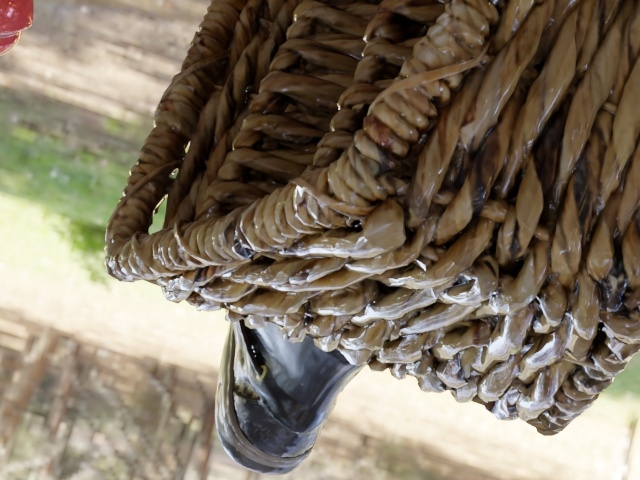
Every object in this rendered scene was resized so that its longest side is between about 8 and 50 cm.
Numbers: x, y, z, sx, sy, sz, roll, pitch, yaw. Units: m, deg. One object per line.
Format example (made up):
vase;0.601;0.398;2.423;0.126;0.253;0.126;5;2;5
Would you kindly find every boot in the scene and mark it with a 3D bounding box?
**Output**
boot;0.000;0.000;1.340;0.138;0.377;0.284;16;146;-18

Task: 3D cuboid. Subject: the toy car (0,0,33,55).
toy car;-0.260;-0.258;1.085;0.053;0.239;0.225;42;-169;36

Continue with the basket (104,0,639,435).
basket;0.052;-0.107;0.571;0.223;0.299;0.213;21;159;5
